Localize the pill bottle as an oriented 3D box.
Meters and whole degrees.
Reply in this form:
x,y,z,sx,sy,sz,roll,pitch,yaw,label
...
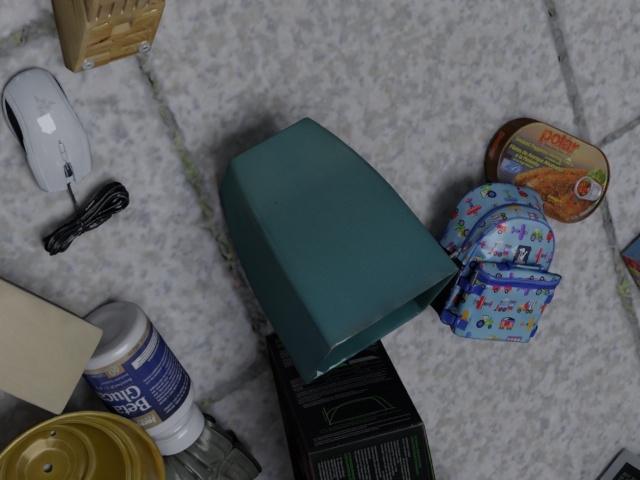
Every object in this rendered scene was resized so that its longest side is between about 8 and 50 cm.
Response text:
x,y,z,sx,sy,sz,roll,pitch,yaw,label
-0.196,0.156,1.693,0.094,0.094,0.169,-40,125,-13,pill bottle

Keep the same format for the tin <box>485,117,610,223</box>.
x,y,z,sx,sy,sz,roll,pitch,yaw,label
0.285,-0.089,1.938,0.189,0.040,0.106,21,101,-36,tin

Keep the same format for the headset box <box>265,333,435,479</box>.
x,y,z,sx,sy,sz,roll,pitch,yaw,label
0.038,0.253,1.773,0.131,0.283,0.246,-14,116,-7,headset box

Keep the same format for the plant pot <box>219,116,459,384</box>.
x,y,z,sx,sy,sz,roll,pitch,yaw,label
0.000,0.000,1.668,0.165,0.166,0.234,-31,80,-19,plant pot

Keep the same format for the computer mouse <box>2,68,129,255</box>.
x,y,z,sx,sy,sz,roll,pitch,yaw,label
-0.268,-0.084,1.585,0.106,0.042,0.193,-31,122,-18,computer mouse

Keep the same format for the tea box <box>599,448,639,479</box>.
x,y,z,sx,sy,sz,roll,pitch,yaw,label
0.538,0.512,2.154,0.220,0.329,0.323,-51,126,-6,tea box

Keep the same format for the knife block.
x,y,z,sx,sy,sz,roll,pitch,yaw,label
-0.230,-0.330,1.499,0.088,0.242,0.276,-20,163,-24,knife block

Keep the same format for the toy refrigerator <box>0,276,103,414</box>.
x,y,z,sx,sy,sz,roll,pitch,yaw,label
-0.364,0.073,1.559,0.269,0.094,0.102,30,84,-37,toy refrigerator

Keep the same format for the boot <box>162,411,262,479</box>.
x,y,z,sx,sy,sz,roll,pitch,yaw,label
-0.121,0.322,1.821,0.161,0.083,0.246,-46,127,-16,boot

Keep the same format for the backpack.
x,y,z,sx,sy,sz,roll,pitch,yaw,label
0.216,0.023,1.872,0.158,0.117,0.173,11,114,-34,backpack

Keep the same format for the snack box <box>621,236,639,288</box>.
x,y,z,sx,sy,sz,roll,pitch,yaw,label
0.527,0.040,2.120,0.174,0.070,0.207,-44,127,-11,snack box

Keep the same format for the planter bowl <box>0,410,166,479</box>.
x,y,z,sx,sy,sz,roll,pitch,yaw,label
-0.285,0.265,1.682,0.217,0.090,0.217,-12,116,-26,planter bowl
